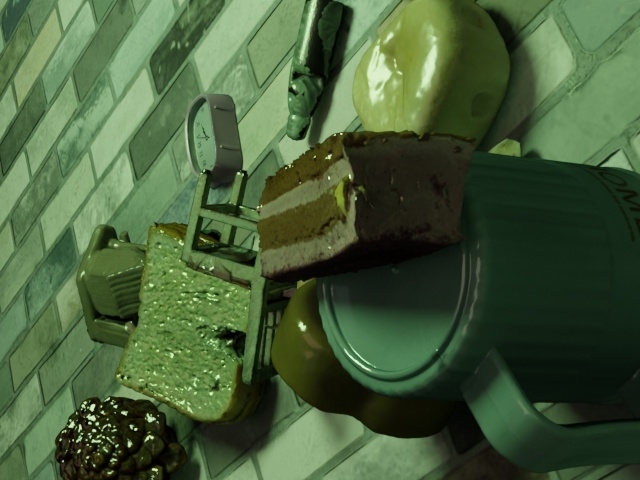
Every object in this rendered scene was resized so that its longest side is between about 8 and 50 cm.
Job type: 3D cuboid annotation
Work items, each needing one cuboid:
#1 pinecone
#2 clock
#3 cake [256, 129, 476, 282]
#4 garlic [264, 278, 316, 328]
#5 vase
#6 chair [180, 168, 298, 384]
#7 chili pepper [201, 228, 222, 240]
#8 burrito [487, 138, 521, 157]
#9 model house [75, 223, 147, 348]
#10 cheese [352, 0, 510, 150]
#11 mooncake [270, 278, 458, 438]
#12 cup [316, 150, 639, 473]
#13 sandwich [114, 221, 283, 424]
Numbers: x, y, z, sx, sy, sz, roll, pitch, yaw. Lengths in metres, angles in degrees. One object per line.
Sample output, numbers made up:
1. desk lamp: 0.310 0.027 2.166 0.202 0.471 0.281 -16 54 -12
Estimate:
1. pinecone: -0.337 0.368 1.863 0.229 0.202 0.201 46 147 22
2. clock: -0.186 -0.164 1.846 0.110 0.050 0.153 -33 60 46
3. cake: 0.009 -0.030 1.027 0.295 0.112 0.116 -16 71 56
4. garlic: 0.010 0.004 1.478 0.145 0.164 0.245 32 120 47
5. vase: -0.015 -0.250 1.628 0.060 0.060 0.211 24 105 51
6. chair: -0.108 0.045 1.545 0.147 0.136 0.270 15 100 20
7. chili pepper: -0.237 0.020 1.886 0.227 0.059 0.088 5 96 55
8. burrito: 0.177 -0.028 1.347 0.226 0.060 0.087 -55 41 34
9. model house: -0.335 0.096 1.943 0.188 0.122 0.229 10 116 41
10. cheese: 0.129 -0.194 1.390 0.218 0.117 0.235 8 88 54
11. mooncake: 0.060 0.136 1.356 0.235 0.234 0.117 50 126 43
12. cup: 0.186 0.071 1.116 0.256 0.311 0.331 -24 67 49
13. sandwich: -0.180 0.135 1.717 0.249 0.095 0.273 20 101 28
